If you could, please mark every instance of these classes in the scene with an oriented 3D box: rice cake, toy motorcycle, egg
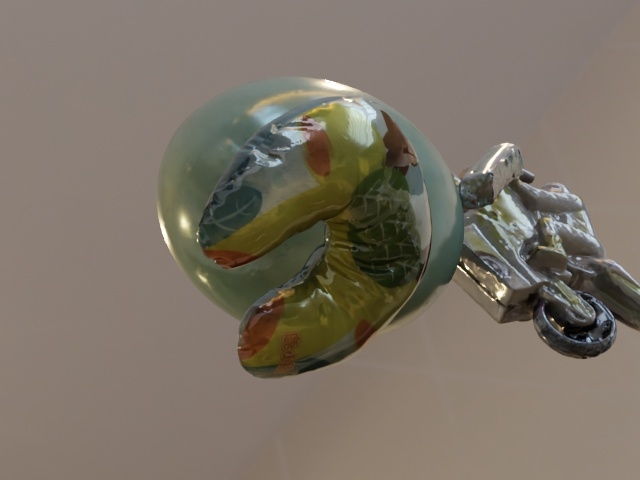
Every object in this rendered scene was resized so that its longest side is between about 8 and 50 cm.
[{"bbox_3d":[0.145,-0.056,1.296,0.033,0.207,0.033,-8,-82,15],"label":"rice cake"},{"bbox_3d":[0.245,0.005,1.805,0.223,0.341,0.107,-23,-36,-36],"label":"toy motorcycle"},{"bbox_3d":[-0.005,-0.029,1.627,0.389,0.276,0.276,22,-78,-45],"label":"egg"}]

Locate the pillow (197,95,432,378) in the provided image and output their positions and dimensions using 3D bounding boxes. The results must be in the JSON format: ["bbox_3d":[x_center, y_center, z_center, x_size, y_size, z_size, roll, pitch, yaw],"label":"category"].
[{"bbox_3d":[0.000,0.000,1.211,0.214,0.086,0.233,-35,-46,-27],"label":"pillow"}]
